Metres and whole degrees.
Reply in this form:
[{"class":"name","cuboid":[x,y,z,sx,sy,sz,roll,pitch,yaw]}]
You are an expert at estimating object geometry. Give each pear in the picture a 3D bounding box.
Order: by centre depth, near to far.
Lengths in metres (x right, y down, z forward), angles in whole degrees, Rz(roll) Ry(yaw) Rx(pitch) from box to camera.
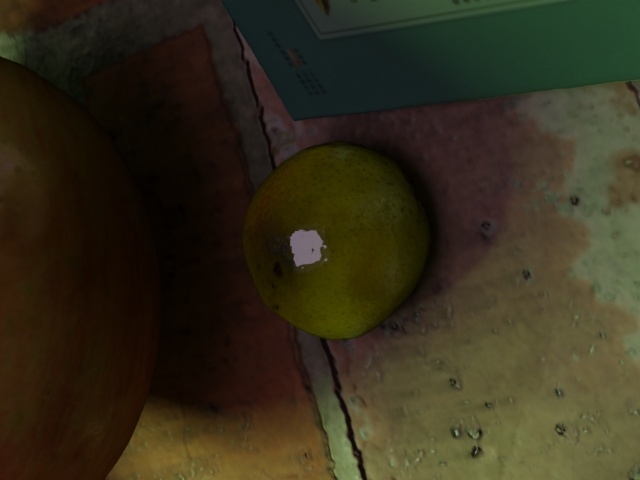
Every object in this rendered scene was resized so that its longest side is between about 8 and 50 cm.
[{"class":"pear","cuboid":[0.000,0.000,1.182,0.141,0.104,0.141,5,99,38]}]

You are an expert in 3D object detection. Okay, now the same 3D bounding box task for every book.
[{"class":"book","cuboid":[0.064,-0.191,1.047,0.379,0.031,0.264,-2,131,40]}]

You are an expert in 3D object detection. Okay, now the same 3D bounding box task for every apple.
[{"class":"apple","cuboid":[-0.308,0.027,1.274,0.391,0.391,0.346,15,91,37]}]
